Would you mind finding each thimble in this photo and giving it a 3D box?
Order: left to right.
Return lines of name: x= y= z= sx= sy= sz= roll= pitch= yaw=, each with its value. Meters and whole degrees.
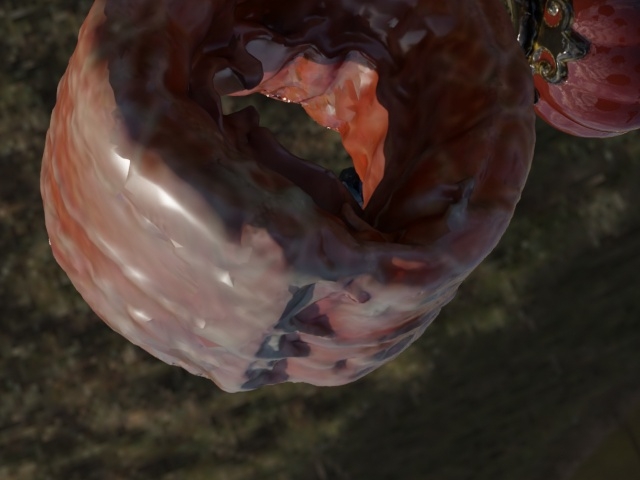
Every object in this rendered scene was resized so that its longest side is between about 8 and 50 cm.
thimble: x=-0.017 y=-0.051 z=0.892 sx=0.239 sy=0.239 sz=0.162 roll=-12 pitch=156 yaw=-28

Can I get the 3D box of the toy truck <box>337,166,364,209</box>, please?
toy truck: x=0.000 y=0.000 z=1.156 sx=0.056 sy=0.090 sz=0.073 roll=3 pitch=-166 yaw=25

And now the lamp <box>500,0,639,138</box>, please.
lamp: x=0.236 y=-0.198 z=1.517 sx=0.227 sy=0.227 sz=0.227 roll=-20 pitch=160 yaw=-8
